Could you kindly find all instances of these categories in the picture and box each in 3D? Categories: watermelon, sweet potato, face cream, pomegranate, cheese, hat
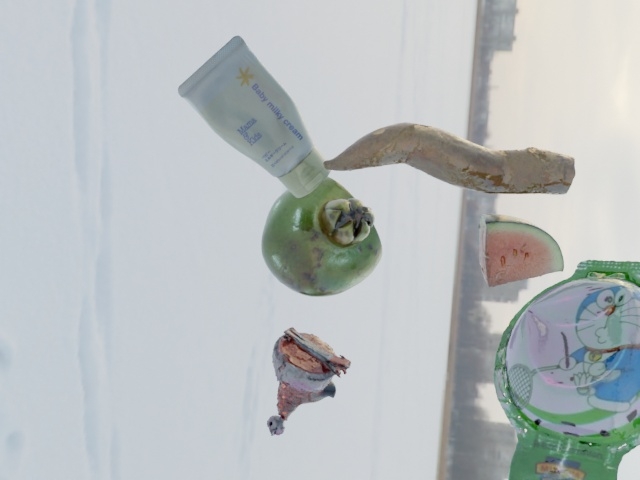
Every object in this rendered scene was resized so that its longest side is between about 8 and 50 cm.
[{"bbox_3d":[0.227,0.013,1.015,0.135,0.125,0.094,35,83,-48],"label":"watermelon"},{"bbox_3d":[0.148,-0.096,0.931,0.059,0.281,0.067,-79,180,-46],"label":"sweet potato"},{"bbox_3d":[-0.081,-0.160,1.105,0.224,0.114,0.070,48,-4,-22],"label":"face cream"},{"bbox_3d":[0.003,0.011,1.284,0.159,0.240,0.190,-39,121,-25],"label":"pomegranate"},{"bbox_3d":[0.255,0.157,0.786,0.083,0.203,0.321,46,57,-41],"label":"cheese"},{"bbox_3d":[-0.041,0.274,1.473,0.129,0.140,0.228,-64,175,-62],"label":"hat"}]
